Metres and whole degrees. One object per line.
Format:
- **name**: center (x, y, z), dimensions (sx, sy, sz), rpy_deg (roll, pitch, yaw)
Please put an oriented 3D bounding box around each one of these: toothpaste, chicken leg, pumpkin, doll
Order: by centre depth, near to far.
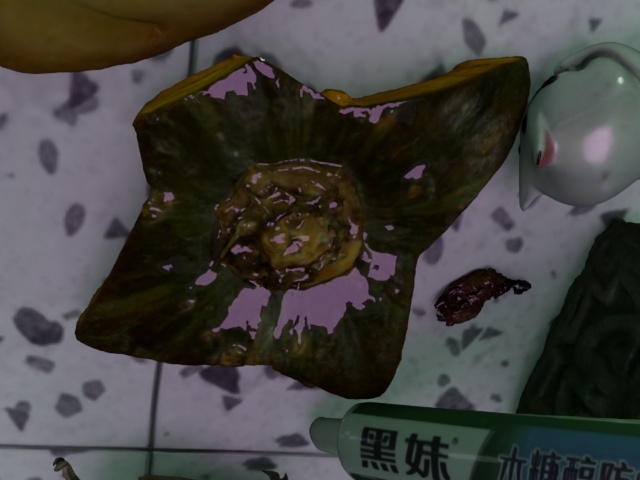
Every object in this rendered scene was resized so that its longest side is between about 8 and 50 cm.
- **toothpaste**: center (0.140, 0.154, 0.543), dimensions (0.061, 0.392, 0.099), rpy_deg (-2, 89, -47)
- **pumpkin**: center (-0.012, -0.019, 0.564), dimensions (0.258, 0.095, 0.290), rpy_deg (13, 113, -20)
- **doll**: center (0.225, -0.087, 0.575), dimensions (0.180, 0.107, 0.110), rpy_deg (-13, 151, 2)
- **chicken leg**: center (0.130, 0.042, 0.659), dimensions (0.083, 0.021, 0.036), rpy_deg (-25, 106, -4)

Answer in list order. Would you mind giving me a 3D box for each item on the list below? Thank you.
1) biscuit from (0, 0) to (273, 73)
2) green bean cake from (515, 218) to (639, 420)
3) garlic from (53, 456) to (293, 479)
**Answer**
- **biscuit**: center (-0.074, -0.189, 0.476), dimensions (0.299, 0.045, 0.154), rpy_deg (-37, 143, 4)
- **green bean cake**: center (0.266, 0.136, 0.600), dimensions (0.132, 0.255, 0.241), rpy_deg (15, 114, -14)
- **garlic**: center (-0.100, 0.227, 0.618), dimensions (0.207, 0.207, 0.257), rpy_deg (-12, 116, -6)
